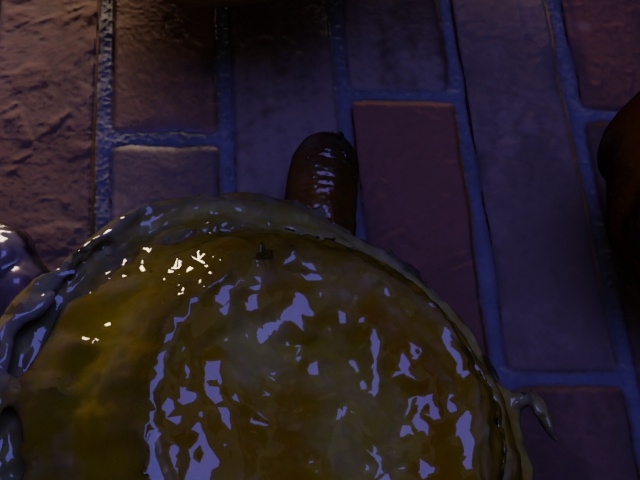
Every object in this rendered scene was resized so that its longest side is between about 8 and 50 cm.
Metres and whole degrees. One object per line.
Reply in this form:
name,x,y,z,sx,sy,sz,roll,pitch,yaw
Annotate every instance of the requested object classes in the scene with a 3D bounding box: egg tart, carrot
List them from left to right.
egg tart,-0.020,0.131,0.847,0.387,0.169,0.388,9,66,-20
carrot,0.000,0.000,1.047,0.060,0.060,0.186,5,60,-4

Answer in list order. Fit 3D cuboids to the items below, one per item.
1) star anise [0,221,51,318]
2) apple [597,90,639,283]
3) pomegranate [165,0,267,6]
star anise,-0.193,0.092,0.942,0.229,0.093,0.236,-9,61,-13
apple,0.318,-0.035,1.024,0.229,0.230,0.230,3,57,-5
pomegranate,-0.045,-0.370,1.092,0.410,0.410,0.410,3,57,-5
